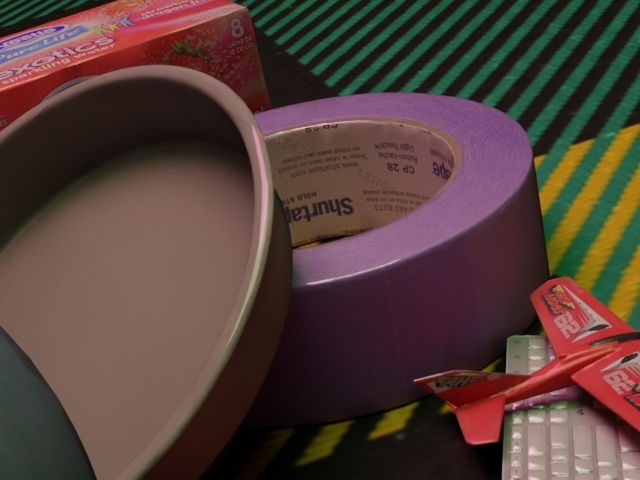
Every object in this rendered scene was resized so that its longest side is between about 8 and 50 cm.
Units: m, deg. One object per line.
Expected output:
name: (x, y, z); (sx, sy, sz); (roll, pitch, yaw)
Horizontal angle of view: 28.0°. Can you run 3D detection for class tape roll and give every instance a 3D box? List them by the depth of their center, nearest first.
tape roll: (0.000, 0.000, 0.800); (0.274, 0.090, 0.275); (-10, 25, 5)

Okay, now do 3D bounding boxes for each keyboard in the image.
keyboard: (0.121, 0.114, 0.601); (0.072, 0.014, 0.256); (-6, 27, 13)

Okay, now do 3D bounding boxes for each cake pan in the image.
cake pan: (-0.133, 0.041, 0.672); (0.293, 0.054, 0.293); (-21, 48, 25)

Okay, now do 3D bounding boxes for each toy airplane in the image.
toy airplane: (0.121, 0.067, 0.649); (0.151, 0.028, 0.151); (-6, 26, 3)

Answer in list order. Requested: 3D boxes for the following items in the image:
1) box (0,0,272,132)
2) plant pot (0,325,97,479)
box: (-0.200, -0.083, 0.996); (0.299, 0.142, 0.154); (-22, 27, -19)
plant pot: (-0.202, 0.133, 0.332); (0.290, 0.290, 0.195); (-15, 4, -5)
